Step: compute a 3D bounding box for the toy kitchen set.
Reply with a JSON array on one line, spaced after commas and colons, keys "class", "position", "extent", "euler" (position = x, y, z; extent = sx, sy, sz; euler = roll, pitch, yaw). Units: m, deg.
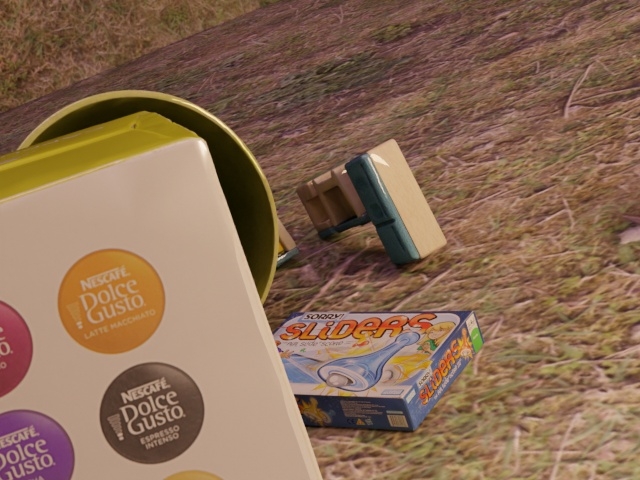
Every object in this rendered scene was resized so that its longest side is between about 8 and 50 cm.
[{"class": "toy kitchen set", "position": [0.000, 0.000, 1.369], "extent": [0.166, 0.122, 0.207], "euler": [-29, 3, -22]}]

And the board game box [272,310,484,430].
[{"class": "board game box", "position": [0.025, 0.110, 1.134], "extent": [0.201, 0.035, 0.136], "euler": [-3, 26, 36]}]

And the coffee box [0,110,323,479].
[{"class": "coffee box", "position": [-0.193, 0.129, 0.777], "extent": [0.337, 0.334, 0.338], "euler": [-19, 12, -8]}]

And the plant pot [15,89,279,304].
[{"class": "plant pot", "position": [-0.216, 0.001, 1.350], "extent": [0.274, 0.275, 0.293], "euler": [-27, 6, -18]}]
